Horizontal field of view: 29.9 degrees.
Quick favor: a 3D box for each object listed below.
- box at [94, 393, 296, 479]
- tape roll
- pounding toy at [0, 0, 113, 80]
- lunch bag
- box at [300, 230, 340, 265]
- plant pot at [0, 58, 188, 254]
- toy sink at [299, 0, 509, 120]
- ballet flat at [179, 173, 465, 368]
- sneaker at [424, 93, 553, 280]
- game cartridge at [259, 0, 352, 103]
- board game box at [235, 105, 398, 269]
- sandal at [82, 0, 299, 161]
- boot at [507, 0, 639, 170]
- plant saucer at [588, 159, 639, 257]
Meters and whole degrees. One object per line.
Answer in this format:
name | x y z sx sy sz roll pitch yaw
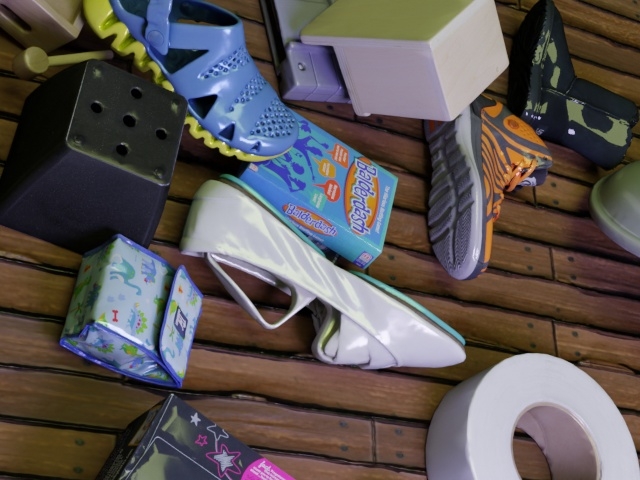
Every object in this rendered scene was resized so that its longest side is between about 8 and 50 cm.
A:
box | -0.125 0.313 1.293 0.247 0.142 0.163 37 54 -10
tape roll | 0.282 0.297 1.580 0.286 0.100 0.286 14 60 -26
pounding toy | -0.346 -0.274 1.479 0.181 0.094 0.206 41 50 -33
lunch bag | -0.208 0.086 1.390 0.151 0.096 0.128 34 50 -31
box | 0.000 0.000 1.603 0.067 0.018 0.083 38 52 -10
plant pot | -0.252 -0.103 1.405 0.187 0.167 0.188 22 56 -22
toy sink | 0.114 -0.258 1.652 0.153 0.234 0.131 -45 129 -34
ballet flat | -0.007 0.076 1.509 0.400 0.139 0.139 35 53 -8
sneaker | 0.256 -0.081 1.736 0.180 0.124 0.321 15 60 -24
game cartridge | 0.016 -0.368 1.774 0.230 0.068 0.355 -3 69 -28
board game box | -0.003 -0.077 1.600 0.210 0.047 0.160 31 40 -15
sandal | -0.140 -0.226 1.472 0.317 0.138 0.126 42 38 -17
boot | 0.411 -0.248 1.932 0.207 0.094 0.246 20 65 -18
plant saucer | 0.613 -0.058 1.815 0.401 0.100 0.400 5 27 -3
